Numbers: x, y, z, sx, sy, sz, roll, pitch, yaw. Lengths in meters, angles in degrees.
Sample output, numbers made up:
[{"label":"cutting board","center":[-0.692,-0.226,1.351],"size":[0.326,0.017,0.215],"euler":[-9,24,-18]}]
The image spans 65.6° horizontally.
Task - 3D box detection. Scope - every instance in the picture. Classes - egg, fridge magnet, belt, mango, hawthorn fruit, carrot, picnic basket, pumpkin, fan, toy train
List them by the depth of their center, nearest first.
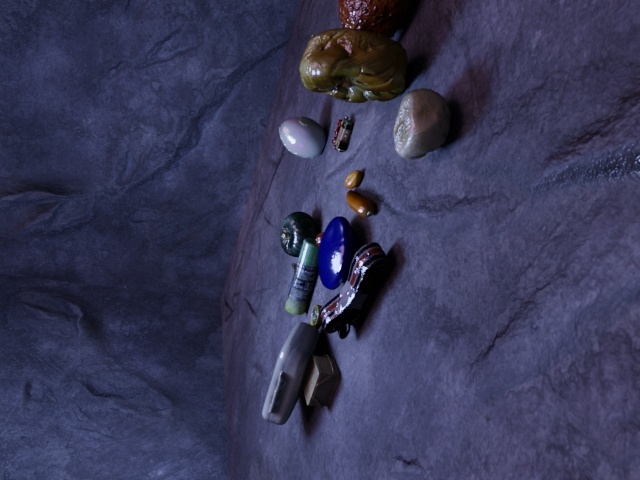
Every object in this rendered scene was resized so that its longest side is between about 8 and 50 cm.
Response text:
[{"label":"belt","center":[0.109,0.162,1.557],"size":[0.094,0.126,0.359],"euler":[-106,32,-48]},{"label":"carrot","center":[0.123,-0.140,1.742],"size":[0.062,0.066,0.271],"euler":[63,173,-26]},{"label":"fridge magnet","center":[0.060,0.045,1.769],"size":[0.265,0.113,0.265],"euler":[-170,90,-72]},{"label":"picnic basket","center":[0.000,0.501,1.771],"size":[0.115,0.080,0.164],"euler":[-118,41,-60]},{"label":"mango","center":[0.122,-0.226,1.823],"size":[0.089,0.046,0.060],"euler":[126,149,-44]},{"label":"fan","center":[-0.017,0.316,1.974],"size":[0.155,0.039,0.082],"euler":[118,154,-46]},{"label":"hawthorn fruit","center":[0.000,0.000,1.983],"size":[0.067,0.103,0.066],"euler":[29,124,55]},{"label":"toy train","center":[0.091,-0.429,2.009],"size":[0.087,0.050,0.137],"euler":[-121,45,-56]},{"label":"pumpkin","center":[-0.101,-0.023,2.207],"size":[0.212,0.152,0.211],"euler":[-176,90,-71]},{"label":"egg","center":[-0.089,-0.480,2.296],"size":[0.183,0.217,0.182],"euler":[-167,90,-71]}]

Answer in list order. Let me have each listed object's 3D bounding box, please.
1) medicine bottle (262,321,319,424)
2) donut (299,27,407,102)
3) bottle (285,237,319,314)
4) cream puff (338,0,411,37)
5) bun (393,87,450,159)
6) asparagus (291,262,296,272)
[{"label":"medicine bottle","center":[-0.112,0.512,1.914],"size":[0.282,0.123,0.374],"euler":[-60,-13,-63]},{"label":"donut","center":[0.100,-0.535,1.558],"size":[0.360,0.361,0.169],"euler":[-170,87,-71]},{"label":"bottle","center":[-0.069,0.155,2.120],"size":[0.093,0.093,0.329],"euler":[-123,46,-63]},{"label":"cream puff","center":[0.178,-0.828,1.680],"size":[0.350,0.229,0.350],"euler":[-170,90,-74]},{"label":"bun","center":[0.270,-0.299,1.314],"size":[0.193,0.128,0.178],"euler":[114,159,-66]},{"label":"asparagus","center":[-0.113,0.189,2.339],"size":[0.248,0.025,0.024],"euler":[-102,-14,-47]}]
